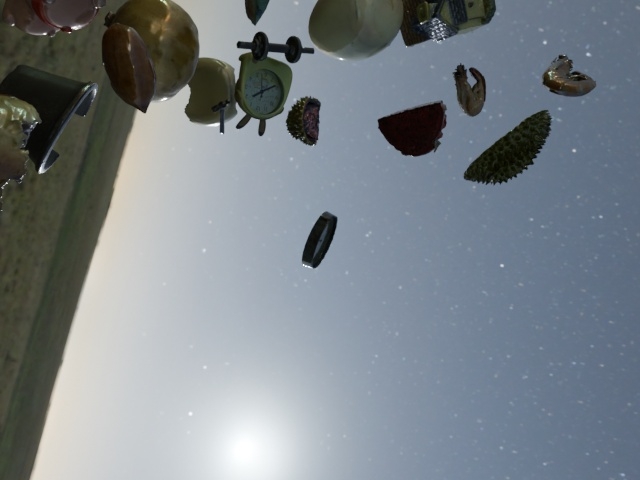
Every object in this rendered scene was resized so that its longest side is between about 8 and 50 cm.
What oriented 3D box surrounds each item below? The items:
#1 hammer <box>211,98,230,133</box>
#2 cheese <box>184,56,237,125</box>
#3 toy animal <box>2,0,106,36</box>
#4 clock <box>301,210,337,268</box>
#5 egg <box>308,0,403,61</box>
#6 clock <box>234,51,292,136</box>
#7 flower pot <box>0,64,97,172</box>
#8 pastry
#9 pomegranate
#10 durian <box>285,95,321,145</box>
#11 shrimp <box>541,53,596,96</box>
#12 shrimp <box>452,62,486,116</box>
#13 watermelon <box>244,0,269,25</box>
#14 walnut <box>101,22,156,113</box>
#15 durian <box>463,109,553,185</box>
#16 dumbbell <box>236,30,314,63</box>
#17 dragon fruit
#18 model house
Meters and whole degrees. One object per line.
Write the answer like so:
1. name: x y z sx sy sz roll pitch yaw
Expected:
1. hammer: -0.323 -0.394 2.003 0.021 0.065 0.178 54 -20 13
2. cheese: -0.442 -0.586 2.443 0.127 0.233 0.266 -86 177 -76
3. toy animal: -0.573 -0.521 1.322 0.197 0.171 0.171 -2 -110 36
4. clock: 0.000 0.000 2.217 0.215 0.042 0.215 -60 165 -27
5. egg: 0.113 -0.767 2.159 0.345 0.283 0.283 -13 -121 40
6. clock: -0.185 -0.438 1.864 0.069 0.170 0.232 18 -85 55
7. flower pot: -0.975 -0.453 2.137 0.379 0.251 0.379 -49 -161 23
8. pastry: -0.638 -0.166 1.110 0.256 0.170 0.237 -50 -131 12
9. pomegranate: -0.546 -0.616 1.980 0.332 0.332 0.333 -164 -90 -70
10. durian: -0.073 -0.386 1.980 0.108 0.119 0.187 -7 -116 29
11. shrimp: 0.746 -0.494 1.842 0.287 0.152 0.063 -53 151 -47
12. shrimp: 0.503 -0.515 2.061 0.133 0.236 0.053 -44 -136 -4
13. watermelon: -0.200 -0.758 1.889 0.081 0.094 0.180 -41 159 -37
14. walnut: -0.437 -0.393 1.419 0.116 0.115 0.207 16 -53 70
15. durian: 0.617 -0.308 2.059 0.352 0.158 0.169 -39 -150 22
16. dumbbell: -0.124 -0.552 1.770 0.081 0.254 0.082 15 -72 52
17. dragon fruit: 0.426 -0.470 2.620 0.317 0.152 0.205 -6 -73 37
18. model house: 0.421 -0.853 2.239 0.321 0.266 0.261 10 -59 64
